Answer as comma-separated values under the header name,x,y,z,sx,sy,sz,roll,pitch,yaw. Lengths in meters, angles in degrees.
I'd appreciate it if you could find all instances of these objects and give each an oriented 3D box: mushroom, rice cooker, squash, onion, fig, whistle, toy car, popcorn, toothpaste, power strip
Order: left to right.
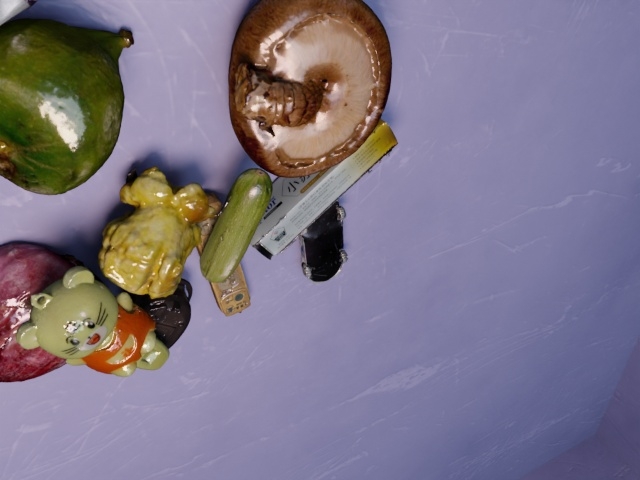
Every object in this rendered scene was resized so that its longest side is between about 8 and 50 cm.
name,x,y,z,sx,sy,sz,roll,pitch,yaw
onion,-0.466,0.150,0.930,0.283,0.120,0.227,-48,130,8
fig,-0.325,-0.194,0.752,0.203,0.235,0.203,10,136,10
whistle,-0.318,0.137,0.889,0.131,0.106,0.288,-52,144,-10
rice cooker,-0.292,0.130,1.042,0.112,0.106,0.165,20,122,-39
popcorn,-0.249,-0.007,0.931,0.195,0.174,0.168,-67,163,-7
power strip,-0.181,0.036,1.084,0.064,0.044,0.305,-25,134,-17
squash,-0.140,-0.020,0.978,0.069,0.069,0.238,3,131,-35
mushroom,-0.027,-0.233,0.901,0.278,0.163,0.297,-13,130,-37
toothpaste,-0.009,-0.102,1.062,0.313,0.089,0.071,-43,143,2
toy car,0.000,0.000,1.168,0.095,0.056,0.204,-22,136,-18

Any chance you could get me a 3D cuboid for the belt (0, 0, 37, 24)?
name,x,y,z,sx,sy,sz,roll,pitch,yaw
belt,-0.423,-0.317,0.579,0.325,0.122,0.260,-30,124,-12
